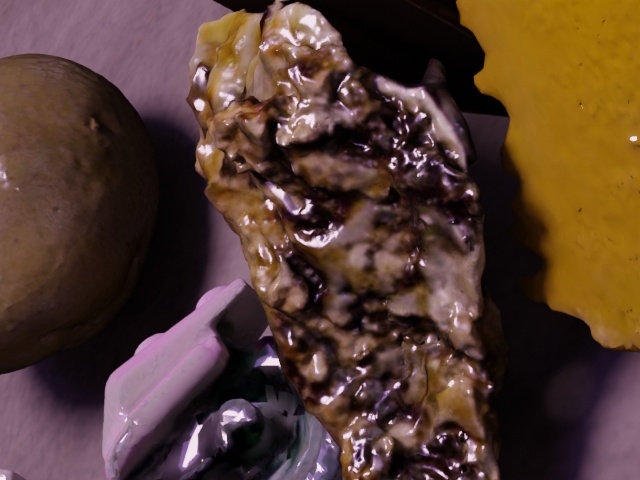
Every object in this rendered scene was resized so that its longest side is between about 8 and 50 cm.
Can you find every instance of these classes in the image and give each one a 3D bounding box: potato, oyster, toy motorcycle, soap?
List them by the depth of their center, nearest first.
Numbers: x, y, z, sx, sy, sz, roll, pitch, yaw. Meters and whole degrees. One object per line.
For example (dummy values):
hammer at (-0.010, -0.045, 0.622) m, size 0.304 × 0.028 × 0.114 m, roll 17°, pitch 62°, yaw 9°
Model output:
soap at (0.092, -0.132, 0.677) m, size 0.169 × 0.304 × 0.339 m, roll 3°, pitch 72°, yaw 57°
oyster at (0.000, 0.000, 0.828) m, size 0.223 × 0.083 × 0.214 m, roll 20°, pitch 127°, yaw 63°
toy motorcycle at (-0.140, 0.136, 0.927) m, size 0.327 × 0.143 × 0.188 m, roll -39°, pitch 59°, yaw 3°
potato at (-0.176, -0.017, 1.090) m, size 0.178 × 0.160 × 0.235 m, roll -28°, pitch 18°, yaw -12°

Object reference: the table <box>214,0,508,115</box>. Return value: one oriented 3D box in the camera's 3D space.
table at (0.059, -0.176, 0.858) m, size 0.169 × 0.172 × 0.193 m, roll 13°, pitch 80°, yaw 54°
